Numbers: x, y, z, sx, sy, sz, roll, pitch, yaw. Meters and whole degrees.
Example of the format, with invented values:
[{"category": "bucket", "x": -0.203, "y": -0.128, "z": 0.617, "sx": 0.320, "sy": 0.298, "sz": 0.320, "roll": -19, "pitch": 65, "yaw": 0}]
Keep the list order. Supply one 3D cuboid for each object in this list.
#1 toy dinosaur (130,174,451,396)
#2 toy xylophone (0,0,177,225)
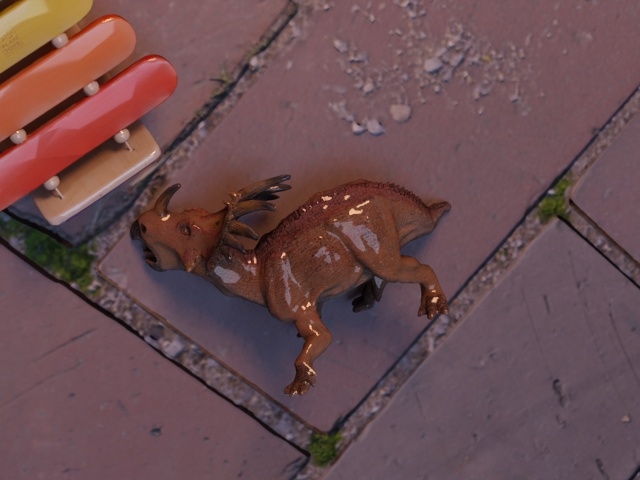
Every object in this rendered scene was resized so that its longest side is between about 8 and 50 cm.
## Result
[{"category": "toy dinosaur", "x": 0.000, "y": 0.000, "z": 1.692, "sx": 0.295, "sy": 0.127, "sz": 0.200, "roll": -26, "pitch": 113, "yaw": -16}, {"category": "toy xylophone", "x": -0.280, "y": -0.147, "z": 1.532, "sx": 0.236, "sy": 0.081, "sz": 0.323, "roll": -41, "pitch": 121, "yaw": 0}]
